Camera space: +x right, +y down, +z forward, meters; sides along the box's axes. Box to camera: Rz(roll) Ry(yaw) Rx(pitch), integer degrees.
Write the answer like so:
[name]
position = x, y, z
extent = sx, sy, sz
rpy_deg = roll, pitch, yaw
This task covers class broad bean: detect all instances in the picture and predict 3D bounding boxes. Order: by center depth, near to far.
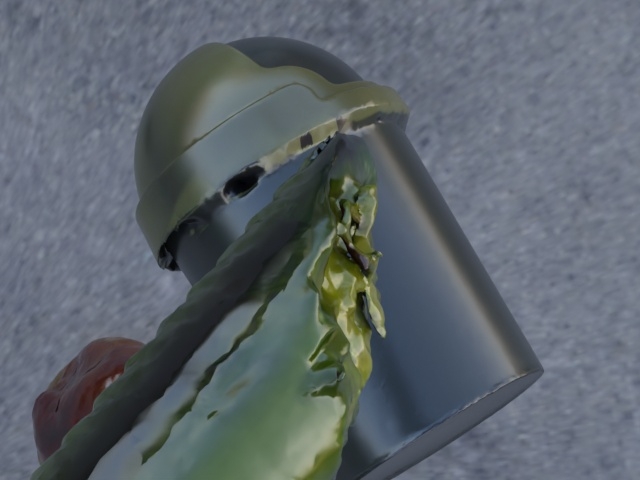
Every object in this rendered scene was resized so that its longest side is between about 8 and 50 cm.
[broad bean]
position = -0.202, 0.170, 1.508
extent = 0.122, 0.228, 0.156
rpy_deg = -7, 86, -43

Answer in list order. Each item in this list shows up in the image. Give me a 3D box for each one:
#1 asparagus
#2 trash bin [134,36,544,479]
[asparagus]
position = -0.057, 0.104, 0.698
extent = 0.108, 0.128, 0.382
rpy_deg = 48, 67, -25
[trash bin]
position = 0.000, 0.000, 1.144
extent = 0.214, 0.214, 0.334
rpy_deg = -29, 75, -20
